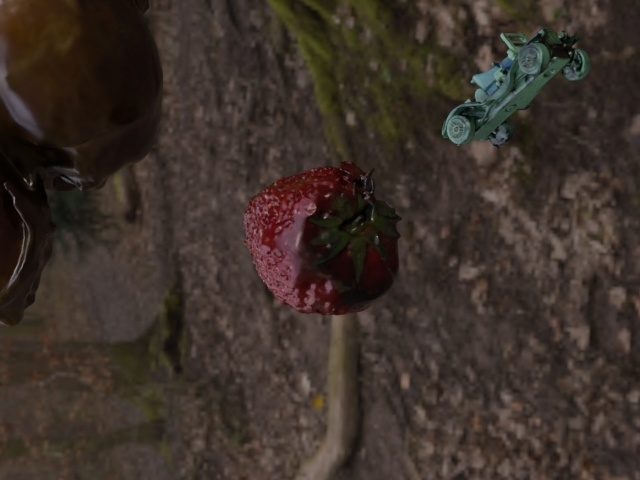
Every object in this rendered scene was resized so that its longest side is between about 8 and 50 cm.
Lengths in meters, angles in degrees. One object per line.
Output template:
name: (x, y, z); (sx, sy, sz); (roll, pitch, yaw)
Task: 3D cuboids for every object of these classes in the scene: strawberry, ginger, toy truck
strawberry: (-0.001, 0.001, 0.726); (0.106, 0.106, 0.106); (-175, 90, -85)
ginger: (-0.266, -0.166, 0.696); (0.254, 0.418, 0.176); (-46, 9, -7)
toy truck: (0.184, -0.158, 1.133); (0.154, 0.080, 0.078); (-44, 60, 41)
